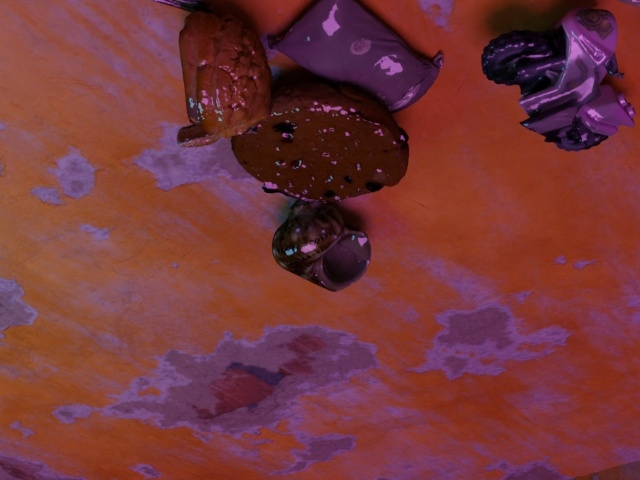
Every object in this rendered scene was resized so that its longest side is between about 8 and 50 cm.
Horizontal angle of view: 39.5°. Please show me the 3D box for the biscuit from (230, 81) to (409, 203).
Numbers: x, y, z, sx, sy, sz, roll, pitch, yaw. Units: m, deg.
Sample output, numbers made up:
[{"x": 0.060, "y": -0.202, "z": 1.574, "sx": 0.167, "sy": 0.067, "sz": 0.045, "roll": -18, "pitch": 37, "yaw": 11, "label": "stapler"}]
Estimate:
[{"x": -0.001, "y": -0.158, "z": 1.437, "sx": 0.296, "sy": 0.075, "sz": 0.296, "roll": 6, "pitch": 151, "yaw": 3, "label": "biscuit"}]

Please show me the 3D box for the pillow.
[{"x": 0.057, "y": -0.266, "z": 1.332, "sx": 0.255, "sy": 0.059, "sz": 0.169, "roll": 28, "pitch": 137, "yaw": -35, "label": "pillow"}]

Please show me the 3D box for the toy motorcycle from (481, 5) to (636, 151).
[{"x": 0.383, "y": -0.235, "z": 1.322, "sx": 0.188, "sy": 0.143, "sz": 0.327, "roll": -27, "pitch": 144, "yaw": 29, "label": "toy motorcycle"}]

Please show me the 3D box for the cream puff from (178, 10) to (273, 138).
[{"x": -0.133, "y": -0.232, "z": 1.272, "sx": 0.129, "sy": 0.189, "sz": 0.189, "roll": -6, "pitch": 143, "yaw": -2, "label": "cream puff"}]

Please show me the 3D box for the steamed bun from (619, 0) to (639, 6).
[{"x": 0.433, "y": -0.382, "z": 1.122, "sx": 0.211, "sy": 0.144, "sz": 0.218, "roll": 26, "pitch": 135, "yaw": -33, "label": "steamed bun"}]

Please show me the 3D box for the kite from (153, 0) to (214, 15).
[{"x": -0.223, "y": -0.380, "z": 1.203, "sx": 0.183, "sy": 0.014, "sz": 0.241, "roll": -11, "pitch": 141, "yaw": 11, "label": "kite"}]

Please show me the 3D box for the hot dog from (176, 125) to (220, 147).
[{"x": -0.191, "y": -0.173, "z": 1.466, "sx": 0.090, "sy": 0.030, "sz": 0.034, "roll": -15, "pitch": 150, "yaw": 17, "label": "hot dog"}]

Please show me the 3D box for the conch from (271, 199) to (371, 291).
[{"x": -0.001, "y": -0.002, "z": 1.635, "sx": 0.187, "sy": 0.124, "sz": 0.181, "roll": -14, "pitch": 139, "yaw": -23, "label": "conch"}]
